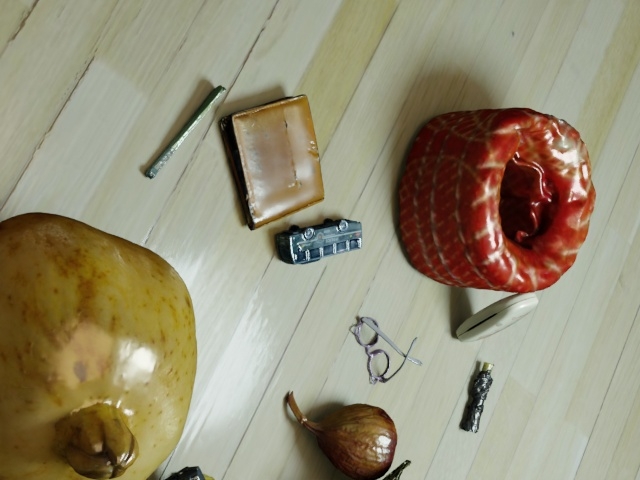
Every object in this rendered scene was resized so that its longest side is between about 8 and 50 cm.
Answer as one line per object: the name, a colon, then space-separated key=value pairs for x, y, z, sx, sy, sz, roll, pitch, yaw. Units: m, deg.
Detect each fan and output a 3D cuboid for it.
fan: x=-0.210 y=-0.171 z=1.551 sx=0.016 sy=0.038 sz=0.193 roll=42 pitch=69 yaw=-19

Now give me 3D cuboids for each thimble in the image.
thimble: x=0.331 y=-0.075 z=1.860 sx=0.350 sy=0.230 sz=0.350 roll=-4 pitch=96 yaw=-39

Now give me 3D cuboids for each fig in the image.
fig: x=0.031 y=0.333 z=1.713 sx=0.201 sy=0.146 sz=0.134 roll=22 pitch=72 yaw=-23

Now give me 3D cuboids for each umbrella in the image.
umbrella: x=0.317 y=0.314 z=1.991 sx=0.037 sy=0.040 sz=0.144 roll=23 pitch=82 yaw=-44

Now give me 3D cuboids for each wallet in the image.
wallet: x=-0.076 y=-0.134 z=1.655 sx=0.161 sy=0.042 sz=0.196 roll=-23 pitch=108 yaw=-31

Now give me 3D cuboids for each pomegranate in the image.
pomegranate: x=-0.325 y=0.164 z=1.238 sx=0.410 sy=0.410 sz=0.410 roll=-3 pitch=94 yaw=-38

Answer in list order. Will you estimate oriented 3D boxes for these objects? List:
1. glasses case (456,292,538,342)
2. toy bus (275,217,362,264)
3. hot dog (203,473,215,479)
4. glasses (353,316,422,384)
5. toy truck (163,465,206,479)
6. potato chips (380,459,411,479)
glasses case: x=0.336 y=0.147 z=1.900 sx=0.081 sy=0.204 sz=0.051 roll=-12 pitch=72 yaw=-32
toy bus: x=0.000 y=0.000 z=1.717 sx=0.165 sy=0.047 sz=0.065 roll=-13 pitch=104 yaw=-38
hot dog: x=-0.172 y=0.433 z=1.595 sx=0.078 sy=0.061 sz=0.169 roll=-49 pitch=120 yaw=-27
glasses: x=0.128 y=0.204 z=1.793 sx=0.062 sy=0.103 sz=0.140 roll=-33 pitch=116 yaw=-34
toy truck: x=-0.250 y=0.422 z=1.498 sx=0.192 sy=0.092 sz=0.083 roll=-29 pitch=104 yaw=-20
potato chips: x=0.084 y=0.443 z=1.721 sx=0.202 sy=0.220 sz=0.029 roll=-35 pitch=79 yaw=-19
